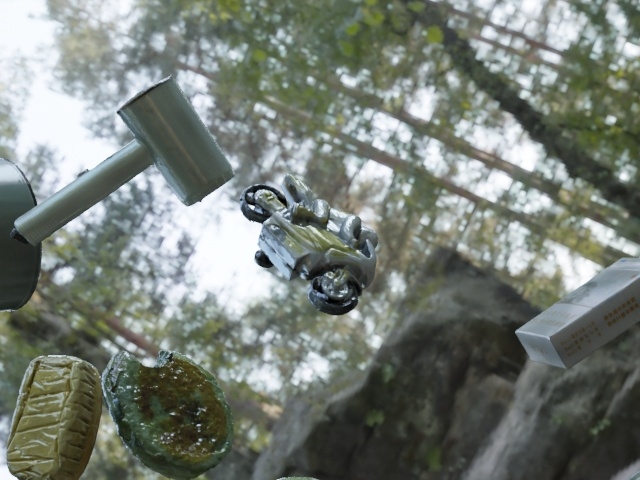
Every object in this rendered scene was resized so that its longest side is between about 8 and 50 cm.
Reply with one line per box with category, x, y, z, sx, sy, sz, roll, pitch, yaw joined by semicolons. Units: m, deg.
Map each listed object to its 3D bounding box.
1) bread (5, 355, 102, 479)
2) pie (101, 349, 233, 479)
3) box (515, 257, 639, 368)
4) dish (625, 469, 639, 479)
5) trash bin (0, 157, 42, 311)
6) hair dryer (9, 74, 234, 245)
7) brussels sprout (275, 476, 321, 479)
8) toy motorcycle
bread;-0.457;0.316;1.918;0.106;0.139;0.236;55;-142;-57
pie;-0.297;0.338;2.187;0.067;0.302;0.302;-46;-13;32
box;0.444;0.113;1.777;0.233;0.067;0.149;-33;8;-10
dish;0.439;0.346;1.446;0.190;0.066;0.191;-37;11;9
trash bin;-0.533;0.005;1.454;0.262;0.277;0.217;-7;-36;-42
hair dryer;-0.220;-0.058;1.172;0.236;0.131;0.073;-34;8;-6
brussels sprout;-0.055;0.629;2.179;0.268;0.344;0.344;-53;-11;-89
toy motorcycle;0.000;0.000;1.389;0.151;0.229;0.074;-17;-38;-32
